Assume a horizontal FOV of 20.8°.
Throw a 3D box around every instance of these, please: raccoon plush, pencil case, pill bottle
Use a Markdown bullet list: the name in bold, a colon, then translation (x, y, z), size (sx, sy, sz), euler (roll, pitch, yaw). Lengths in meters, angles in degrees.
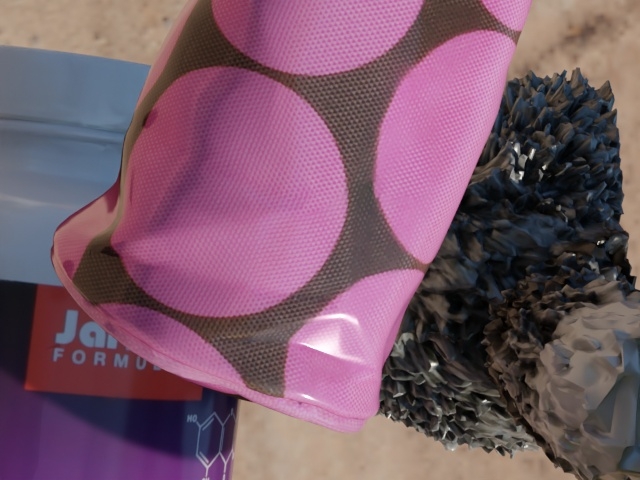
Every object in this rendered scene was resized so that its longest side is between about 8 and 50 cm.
- **raccoon plush**: translation (0.000, 0.000, 0.879), size (0.446, 0.299, 0.216), euler (107, -13, -86)
- **pencil case**: translation (0.007, -0.067, 0.396), size (0.095, 0.098, 0.209), euler (22, 90, -36)
- **pill bottle**: translation (-0.125, 0.086, 0.725), size (0.181, 0.181, 0.323), euler (5, 91, -58)
